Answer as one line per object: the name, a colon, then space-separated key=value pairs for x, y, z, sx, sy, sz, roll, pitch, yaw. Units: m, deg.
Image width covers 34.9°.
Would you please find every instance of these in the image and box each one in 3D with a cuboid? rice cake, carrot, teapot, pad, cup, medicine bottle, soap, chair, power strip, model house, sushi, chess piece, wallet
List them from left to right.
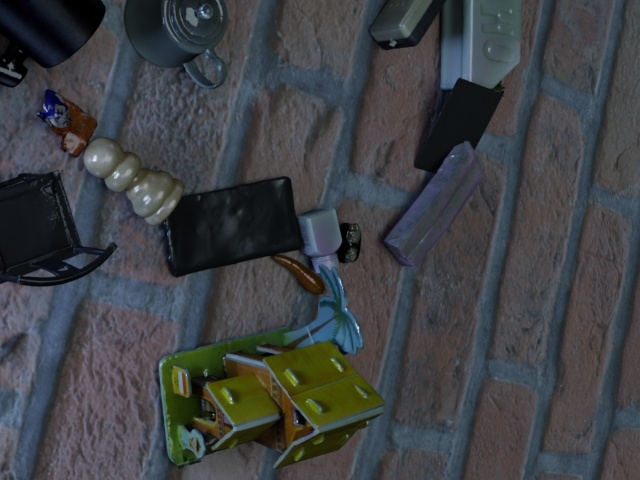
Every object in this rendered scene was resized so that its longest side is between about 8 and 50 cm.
cup: x=-0.470 y=-0.358 z=1.568 sx=0.177 sy=0.239 sz=0.166 roll=46 pitch=25 yaw=-36
chair: x=-0.438 y=-0.017 z=1.514 sx=0.154 sy=0.260 sz=0.141 roll=-24 pitch=107 yaw=-34
chess piece: x=-0.323 y=-0.108 z=1.715 sx=0.170 sy=0.094 sz=0.094 roll=37 pitch=71 yaw=-25
teapot: x=-0.221 y=-0.371 z=1.727 sx=0.162 sy=0.149 sz=0.239 roll=-29 pitch=110 yaw=-34
wallet: x=-0.162 y=-0.027 z=1.873 sx=0.285 sy=0.030 sz=0.146 roll=-13 pitch=104 yaw=-35
model house: x=-0.075 y=0.229 z=1.772 sx=0.300 sy=0.323 sz=0.340 roll=-10 pitch=99 yaw=-37
carrot: x=-0.038 y=0.064 z=1.974 sx=0.142 sy=0.035 sz=0.035 roll=40 pitch=69 yaw=-26
medicine bottle: x=0.000 y=0.000 z=1.981 sx=0.074 sy=0.055 sz=0.118 roll=-23 pitch=106 yaw=-37
sushi: x=0.064 y=0.006 z=2.038 sx=0.046 sy=0.044 sz=0.083 roll=6 pitch=91 yaw=-37
power strip: x=0.201 y=-0.494 z=2.067 sx=0.070 sy=0.105 sz=0.257 roll=42 pitch=69 yaw=-30
rice cake: x=0.245 y=-0.071 z=2.152 sx=0.298 sy=0.050 sz=0.106 roll=-52 pitch=136 yaw=-20
pad: x=0.294 y=-0.234 z=2.164 sx=0.143 sy=0.003 sz=0.211 roll=12 pitch=112 yaw=-37
soap: x=0.347 y=-0.467 z=2.189 sx=0.173 sy=0.095 sz=0.289 roll=-2 pitch=95 yaw=-37

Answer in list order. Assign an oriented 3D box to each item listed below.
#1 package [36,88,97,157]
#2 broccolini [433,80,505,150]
package: x=-0.418 y=-0.193 z=1.663 sx=0.110 sy=0.033 sz=0.077 roll=44 pitch=43 yaw=-46
broccolini: x=0.317 y=-0.271 z=2.219 sx=0.054 sy=0.051 sz=0.239 roll=40 pitch=69 yaw=15
